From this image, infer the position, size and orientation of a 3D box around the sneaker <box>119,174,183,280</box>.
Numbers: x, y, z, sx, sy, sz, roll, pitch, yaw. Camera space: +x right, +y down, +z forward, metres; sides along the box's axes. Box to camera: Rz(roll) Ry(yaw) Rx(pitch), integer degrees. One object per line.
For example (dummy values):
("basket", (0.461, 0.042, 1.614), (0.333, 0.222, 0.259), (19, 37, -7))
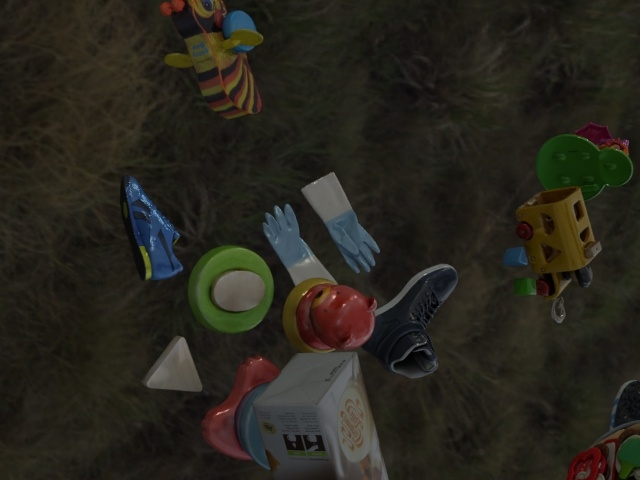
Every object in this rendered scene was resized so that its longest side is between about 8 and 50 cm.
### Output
("sneaker", (-0.300, -0.025, 1.554), (0.082, 0.209, 0.069), (-12, 155, -24))

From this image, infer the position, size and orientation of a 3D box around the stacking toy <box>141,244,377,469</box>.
("stacking toy", (-0.073, 0.162, 1.260), (0.279, 0.130, 0.309), (33, 73, -27))

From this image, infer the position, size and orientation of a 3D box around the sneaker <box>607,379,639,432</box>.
("sneaker", (0.495, 0.339, 1.437), (0.085, 0.086, 0.237), (-2, 102, -15))

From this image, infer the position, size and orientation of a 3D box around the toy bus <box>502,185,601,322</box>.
("toy bus", (0.394, 0.014, 1.410), (0.202, 0.104, 0.191), (30, 62, -41))

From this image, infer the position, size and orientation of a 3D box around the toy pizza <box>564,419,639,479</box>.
("toy pizza", (0.306, 0.274, 0.918), (0.032, 0.201, 0.201), (33, 78, -14))

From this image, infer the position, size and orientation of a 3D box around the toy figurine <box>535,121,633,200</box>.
("toy figurine", (0.500, -0.160, 1.585), (0.159, 0.173, 0.130), (-39, 119, -44))

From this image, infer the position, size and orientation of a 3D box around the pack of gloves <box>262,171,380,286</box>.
("pack of gloves", (0.000, 0.000, 1.859), (0.195, 0.232, 0.046), (-29, 166, -8))

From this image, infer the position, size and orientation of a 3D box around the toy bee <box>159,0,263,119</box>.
("toy bee", (-0.200, -0.348, 1.474), (0.162, 0.195, 0.298), (-15, 74, -53))

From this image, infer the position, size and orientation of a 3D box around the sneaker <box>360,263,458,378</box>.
("sneaker", (0.184, 0.145, 1.537), (0.226, 0.163, 0.086), (-38, 123, -9))

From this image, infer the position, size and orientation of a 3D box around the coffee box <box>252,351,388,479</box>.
("coffee box", (0.010, 0.286, 1.143), (0.141, 0.098, 0.246), (-41, 121, -58))
